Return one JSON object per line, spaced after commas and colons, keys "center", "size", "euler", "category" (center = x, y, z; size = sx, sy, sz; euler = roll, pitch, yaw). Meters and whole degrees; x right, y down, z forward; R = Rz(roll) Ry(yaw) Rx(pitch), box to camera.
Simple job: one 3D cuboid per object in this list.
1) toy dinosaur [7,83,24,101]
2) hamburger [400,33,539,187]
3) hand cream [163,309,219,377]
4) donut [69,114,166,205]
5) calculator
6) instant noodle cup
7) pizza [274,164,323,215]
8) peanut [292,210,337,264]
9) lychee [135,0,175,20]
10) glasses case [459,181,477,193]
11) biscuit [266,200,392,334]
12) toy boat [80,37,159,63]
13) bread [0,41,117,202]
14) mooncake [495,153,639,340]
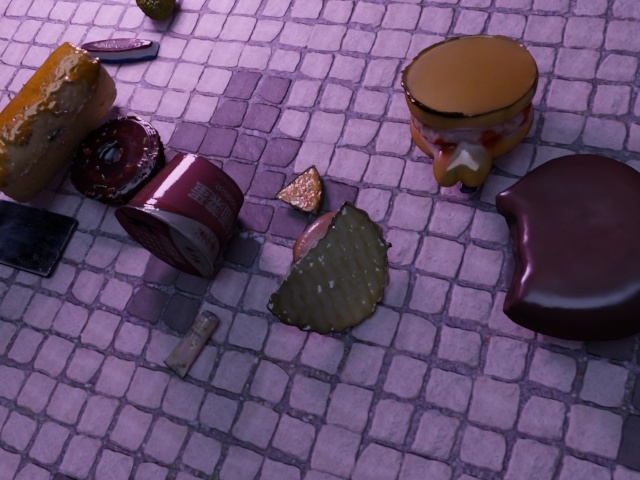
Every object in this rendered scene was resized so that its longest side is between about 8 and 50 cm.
{"center": [-0.796, -0.337, 1.708], "size": [0.328, 0.113, 0.206], "euler": [-6, 65, 15], "category": "toy dinosaur"}
{"center": [0.298, -0.253, 1.311], "size": [0.261, 0.186, 0.302], "euler": [-4, 46, 10], "category": "hamburger"}
{"center": [-0.264, 0.207, 1.352], "size": [0.061, 0.039, 0.143], "euler": [32, 82, 23], "category": "hand cream"}
{"center": [-0.472, -0.183, 1.558], "size": [0.235, 0.089, 0.235], "euler": [-6, 66, 13], "category": "donut"}
{"center": [-0.714, -0.009, 1.585], "size": [0.262, 0.021, 0.161], "euler": [15, 70, 21], "category": "calculator"}
{"center": [-0.281, -0.060, 1.381], "size": [0.235, 0.234, 0.178], "euler": [20, 64, 23], "category": "instant noodle cup"}
{"center": [-0.047, -0.106, 1.438], "size": [0.109, 0.026, 0.122], "euler": [-5, 65, 8], "category": "pizza"}
{"center": [0.000, 0.000, 1.350], "size": [0.076, 0.076, 0.152], "euler": [35, 73, 26], "category": "peanut"}
{"center": [-0.441, -0.657, 1.757], "size": [0.114, 0.114, 0.146], "euler": [-13, 82, 10], "category": "lychee"}
{"center": [0.310, -0.132, 1.351], "size": [0.034, 0.023, 0.083], "euler": [9, 69, 22], "category": "glasses case"}
{"center": [0.036, 0.077, 1.289], "size": [0.187, 0.036, 0.273], "euler": [41, 81, -1], "category": "biscuit"}
{"center": [-0.542, -0.509, 1.755], "size": [0.229, 0.046, 0.080], "euler": [3, 70, 15], "category": "toy boat"}
{"center": [-0.644, -0.275, 1.553], "size": [0.165, 0.236, 0.375], "euler": [38, 79, -5], "category": "bread"}
{"center": [0.450, 0.025, 1.157], "size": [0.334, 0.174, 0.325], "euler": [-36, 59, 1], "category": "mooncake"}
